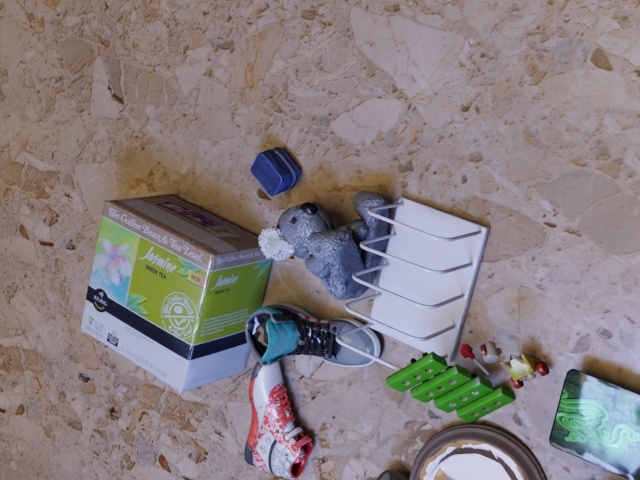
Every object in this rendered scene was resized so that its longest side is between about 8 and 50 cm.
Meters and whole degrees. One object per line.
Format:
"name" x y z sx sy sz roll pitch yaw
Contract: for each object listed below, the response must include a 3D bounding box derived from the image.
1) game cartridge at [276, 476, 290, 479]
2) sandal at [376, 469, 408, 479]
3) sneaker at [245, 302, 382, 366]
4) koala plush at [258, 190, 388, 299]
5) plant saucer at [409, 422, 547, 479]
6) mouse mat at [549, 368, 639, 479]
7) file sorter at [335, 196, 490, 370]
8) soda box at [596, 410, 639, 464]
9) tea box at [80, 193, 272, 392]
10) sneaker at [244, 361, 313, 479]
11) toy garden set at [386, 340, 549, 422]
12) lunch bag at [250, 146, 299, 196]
"game cartridge" -0.091 0.719 2.173 0.285 0.053 0.323 -37 78 32
"sandal" 0.188 0.556 1.950 0.219 0.060 0.090 44 82 7
"sneaker" -0.038 0.199 1.986 0.296 0.178 0.123 12 103 33
"koala plush" 0.000 0.000 1.934 0.221 0.196 0.203 23 138 29
"plant saucer" 0.294 0.488 1.850 0.278 0.041 0.277 0 91 24
"mouse mat" 0.494 0.319 1.674 0.190 0.007 0.152 20 107 33
"file sorter" 0.165 0.082 1.836 0.193 0.173 0.277 22 108 30
"soda box" 0.565 0.355 1.667 0.169 0.053 0.060 31 112 28
"tea box" -0.317 0.103 2.141 0.329 0.220 0.323 24 108 30
"sneaker" -0.079 0.382 2.095 0.145 0.090 0.270 17 109 31
"toy garden set" 0.272 0.236 1.766 0.204 0.244 0.049 -35 45 30
"lunch bag" -0.094 -0.148 2.051 0.098 0.065 0.067 52 136 17
